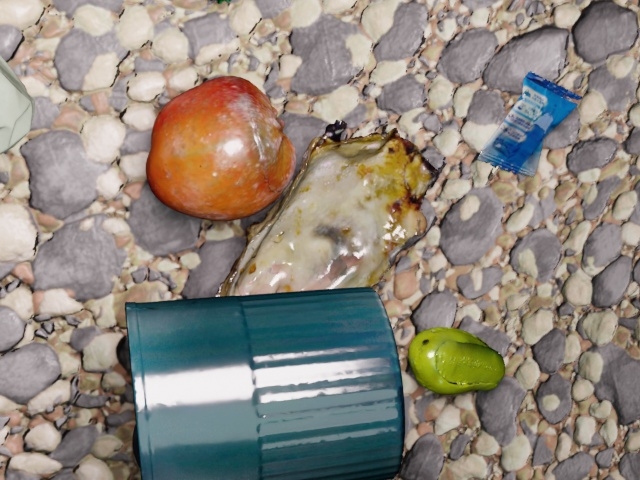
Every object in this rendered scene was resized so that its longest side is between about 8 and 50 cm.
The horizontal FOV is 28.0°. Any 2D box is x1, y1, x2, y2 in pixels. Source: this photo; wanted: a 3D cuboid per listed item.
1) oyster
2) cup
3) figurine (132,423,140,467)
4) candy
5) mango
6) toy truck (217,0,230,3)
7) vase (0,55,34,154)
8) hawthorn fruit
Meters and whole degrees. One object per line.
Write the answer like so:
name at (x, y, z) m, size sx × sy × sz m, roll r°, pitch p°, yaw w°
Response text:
oyster at (-0.004, 0.011, 1.604) m, size 0.221 × 0.096 × 0.361 m, roll 30°, pitch 96°, yaw -33°
cup at (-0.062, 0.205, 1.449) m, size 0.292 × 0.242 × 0.307 m, roll -7°, pitch 79°, yaw -9°
figurine at (-0.129, 0.269, 1.628) m, size 0.222 × 0.145 × 0.145 m, roll 30°, pitch 96°, yaw -7°
candy at (0.276, -0.147, 1.689) m, size 0.088 × 0.038 × 0.136 m, roll 21°, pitch 109°, yaw -23°
mango at (0.184, 0.167, 1.748) m, size 0.165 × 0.074 × 0.091 m, roll 21°, pitch 94°, yaw -39°
toy truck at (-0.147, -0.326, 1.433) m, size 0.147 × 0.079 × 0.065 m, roll 32°, pitch 94°, yaw -30°
vase at (-0.480, -0.078, 1.356) m, size 0.360 × 0.165 × 0.165 m, roll -38°, pitch 118°, yaw 0°
hawthorn fruit at (-0.118, -0.100, 1.481) m, size 0.173 × 0.173 × 0.172 m, roll -7°, pitch 111°, yaw -19°
